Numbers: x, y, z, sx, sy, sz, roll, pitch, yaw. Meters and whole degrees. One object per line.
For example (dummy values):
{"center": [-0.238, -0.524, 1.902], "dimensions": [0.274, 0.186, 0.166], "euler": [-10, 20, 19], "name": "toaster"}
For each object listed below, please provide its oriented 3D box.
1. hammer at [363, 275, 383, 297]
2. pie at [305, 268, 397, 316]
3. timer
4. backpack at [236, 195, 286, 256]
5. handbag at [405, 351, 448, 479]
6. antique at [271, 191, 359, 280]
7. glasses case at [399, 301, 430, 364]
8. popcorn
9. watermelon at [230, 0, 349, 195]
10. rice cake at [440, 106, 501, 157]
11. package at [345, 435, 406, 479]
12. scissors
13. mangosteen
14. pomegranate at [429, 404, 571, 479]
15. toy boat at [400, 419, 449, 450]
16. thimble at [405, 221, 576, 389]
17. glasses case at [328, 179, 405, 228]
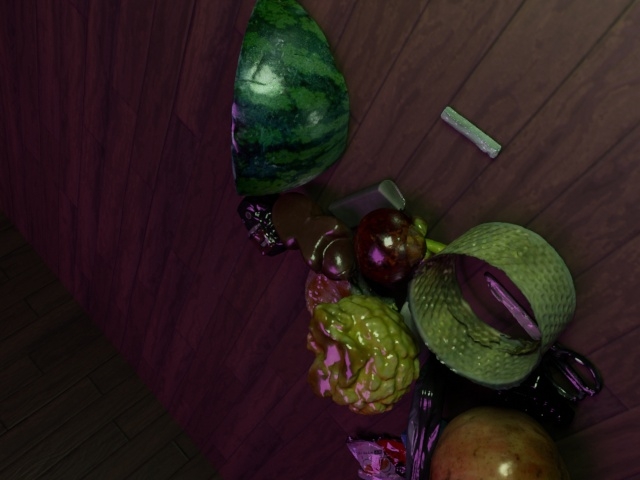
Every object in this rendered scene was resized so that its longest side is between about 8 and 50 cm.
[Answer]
{"center": [0.082, 0.070, 1.636], "dimensions": [0.178, 0.021, 0.065], "euler": [57, 148, -4], "name": "hammer"}
{"center": [0.070, 0.162, 1.654], "dimensions": [0.302, 0.067, 0.302], "euler": [32, 140, 30], "name": "pie"}
{"center": [0.398, 0.285, 1.356], "dimensions": [0.144, 0.055, 0.187], "euler": [11, 156, 44], "name": "timer"}
{"center": [-0.135, -0.040, 1.726], "dimensions": [0.165, 0.106, 0.120], "euler": [47, 151, 5], "name": "backpack"}
{"center": [0.233, 0.406, 1.551], "dimensions": [0.075, 0.191, 0.332], "euler": [8, 112, 15], "name": "handbag"}
{"center": [0.000, 0.000, 1.537], "dimensions": [0.143, 0.121, 0.257], "euler": [40, 180, -39], "name": "antique"}
{"center": [0.208, 0.200, 1.534], "dimensions": [0.059, 0.092, 0.233], "euler": [38, 145, 34], "name": "glasses case"}
{"center": [0.073, 0.225, 1.443], "dimensions": [0.251, 0.237, 0.206], "euler": [28, 174, -23], "name": "popcorn"}
{"center": [-0.045, -0.276, 1.379], "dimensions": [0.222, 0.319, 0.292], "euler": [12, 146, 0], "name": "watermelon"}
{"center": [0.255, -0.184, 1.193], "dimensions": [0.121, 0.021, 0.022], "euler": [42, 155, 17], "name": "rice cake"}
{"center": [0.189, 0.629, 1.978], "dimensions": [0.269, 0.071, 0.194], "euler": [-9, 115, 40], "name": "package"}
{"center": [0.409, 0.178, 1.331], "dimensions": [0.300, 0.022, 0.109], "euler": [50, 143, 6], "name": "scissors"}
{"center": [0.153, 0.000, 1.373], "dimensions": [0.156, 0.181, 0.145], "euler": [-96, -15, -64], "name": "mangosteen"}
{"center": [0.361, 0.492, 1.421], "dimensions": [0.322, 0.322, 0.322], "euler": [31, 141, 30], "name": "pomegranate"}
{"center": [0.279, 0.487, 1.720], "dimensions": [0.185, 0.075, 0.077], "euler": [-26, 96, 51], "name": "toy boat"}
{"center": [0.306, 0.114, 1.259], "dimensions": [0.271, 0.150, 0.270], "euler": [27, 133, 33], "name": "thimble"}
{"center": [0.096, -0.073, 1.471], "dimensions": [0.072, 0.042, 0.191], "euler": [52, 148, -13], "name": "glasses case"}
